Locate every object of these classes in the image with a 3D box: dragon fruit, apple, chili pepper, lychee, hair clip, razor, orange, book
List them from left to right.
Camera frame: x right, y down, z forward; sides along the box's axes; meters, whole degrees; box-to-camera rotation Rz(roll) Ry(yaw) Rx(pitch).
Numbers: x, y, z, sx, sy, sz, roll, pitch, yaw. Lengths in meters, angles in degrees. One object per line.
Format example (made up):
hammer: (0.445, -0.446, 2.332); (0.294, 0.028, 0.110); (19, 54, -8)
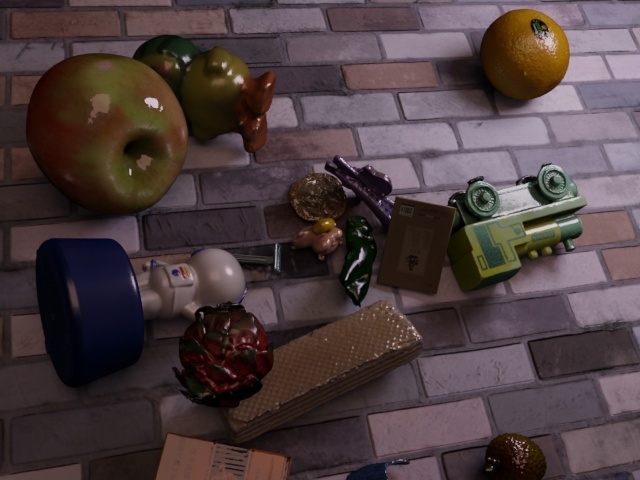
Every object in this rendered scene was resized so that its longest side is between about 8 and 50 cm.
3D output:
apple: (-0.441, -0.222, 1.379); (0.277, 0.319, 0.319); (27, 57, 36)
dragon fruit: (-0.171, 0.205, 1.203); (0.182, 0.182, 0.188); (14, 86, -4)
razor: (-0.181, 0.036, 1.442); (0.191, 0.037, 0.068); (3, 58, -7)
chili pepper: (0.083, 0.043, 1.458); (0.098, 0.061, 0.224); (45, 35, -35)
hair clip: (0.127, -0.091, 1.522); (0.090, 0.137, 0.278); (-43, 98, -20)
book: (0.210, 0.011, 1.476); (0.139, 0.016, 0.198); (12, 99, -2)
lychee: (0.376, 0.434, 1.309); (0.147, 0.114, 0.114); (8, 61, -26)
orange: (0.529, -0.480, 1.744); (0.237, 0.236, 0.236); (5, 63, -9)

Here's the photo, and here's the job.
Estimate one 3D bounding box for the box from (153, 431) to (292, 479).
box: (-0.181, 0.449, 1.217); (0.237, 0.070, 0.152); (13, 61, -6)

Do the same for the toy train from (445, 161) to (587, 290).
toy train: (0.458, -0.040, 1.552); (0.369, 0.150, 0.237); (-14, 75, -17)

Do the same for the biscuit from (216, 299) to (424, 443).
biscuit: (-0.005, 0.247, 1.330); (0.426, 0.078, 0.144); (-21, 48, -21)

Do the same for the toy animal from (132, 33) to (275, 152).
toy animal: (-0.266, -0.352, 1.542); (0.339, 0.216, 0.191); (20, 34, 3)

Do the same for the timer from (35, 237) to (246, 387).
timer: (-0.320, 0.107, 1.288); (0.384, 0.270, 0.270); (-9, 65, -32)

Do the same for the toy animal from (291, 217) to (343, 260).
toy animal: (0.000, 0.000, 1.472); (0.114, 0.091, 0.081); (-23, 84, -22)

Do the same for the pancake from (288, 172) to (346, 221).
pancake: (-0.005, -0.098, 1.552); (0.140, 0.022, 0.139); (5, 62, -9)

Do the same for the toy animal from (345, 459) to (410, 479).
toy animal: (0.093, 0.481, 1.206); (0.255, 0.239, 0.176); (-37, 106, 16)
